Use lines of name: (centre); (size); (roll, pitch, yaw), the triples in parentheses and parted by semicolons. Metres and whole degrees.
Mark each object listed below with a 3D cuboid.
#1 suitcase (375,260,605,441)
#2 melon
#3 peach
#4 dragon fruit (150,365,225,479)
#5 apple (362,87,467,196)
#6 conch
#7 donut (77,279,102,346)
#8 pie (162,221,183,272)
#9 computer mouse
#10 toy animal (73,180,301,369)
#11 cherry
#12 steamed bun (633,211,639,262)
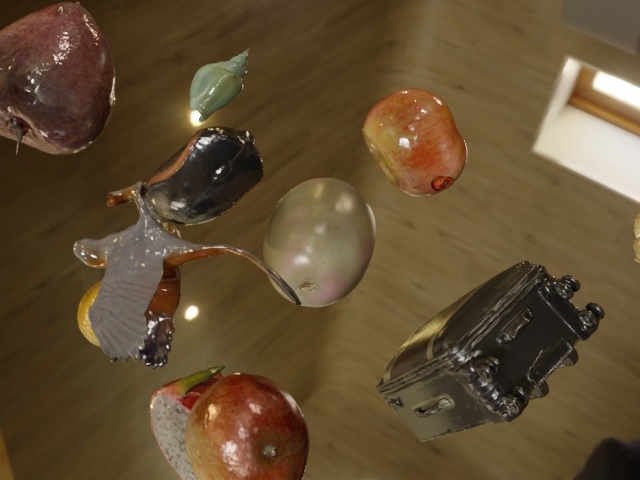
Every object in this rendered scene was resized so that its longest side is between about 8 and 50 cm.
suitcase: (0.275, 0.209, 1.514); (0.283, 0.194, 0.434); (-39, -6, -25)
melon: (0.000, 0.000, 1.718); (0.317, 0.223, 0.223); (-75, 2, -57)
peach: (-0.118, 0.367, 1.516); (0.232, 0.256, 0.233); (-30, -42, -32)
dragon fruit: (-0.241, 0.428, 1.943); (0.189, 0.290, 0.291); (-23, -38, -36)
apple: (0.183, -0.182, 1.590); (0.164, 0.209, 0.209); (-33, -21, -2)
conch: (-0.186, -0.297, 1.575); (0.180, 0.088, 0.065); (-55, 7, -20)
donut: (-0.422, 0.148, 1.749); (0.152, 0.152, 0.058); (-56, 20, -15)
pie: (-0.406, 0.054, 2.216); (0.179, 0.084, 0.205); (-80, -4, -52)
computer mouse: (-0.263, -0.129, 1.897); (0.323, 0.183, 0.116); (-36, 34, 37)
toy animal: (-0.222, 0.025, 1.293); (0.284, 0.302, 0.225); (-27, -13, 1)
cherry: (-0.500, -0.293, 1.561); (0.221, 0.261, 0.308); (81, -152, -79)
steamed bun: (0.822, 0.051, 1.926); (0.137, 0.295, 0.292); (-57, 6, 51)
